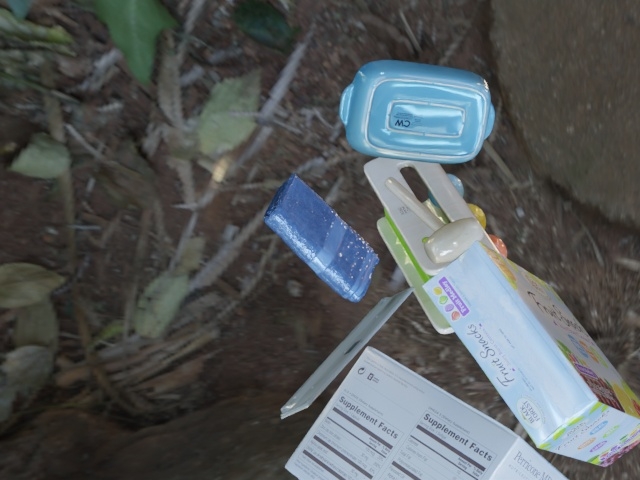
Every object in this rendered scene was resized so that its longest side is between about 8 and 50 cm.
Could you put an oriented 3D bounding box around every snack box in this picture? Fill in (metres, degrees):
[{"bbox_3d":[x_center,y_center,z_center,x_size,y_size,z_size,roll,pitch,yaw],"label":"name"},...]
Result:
[{"bbox_3d":[0.196,0.103,1.125,0.070,0.207,0.174,-41,61,12],"label":"snack box"}]

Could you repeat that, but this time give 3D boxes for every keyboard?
[{"bbox_3d":[0.039,0.147,1.716,0.014,0.072,0.256,53,53,-11],"label":"keyboard"}]

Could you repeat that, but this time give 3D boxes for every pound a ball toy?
[{"bbox_3d":[0.172,-0.028,1.792,0.135,0.208,0.319,-21,40,-6],"label":"pound a ball toy"}]

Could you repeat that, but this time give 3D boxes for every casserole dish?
[{"bbox_3d":[0.116,-0.142,1.466,0.188,0.037,0.114,5,106,-14],"label":"casserole dish"}]

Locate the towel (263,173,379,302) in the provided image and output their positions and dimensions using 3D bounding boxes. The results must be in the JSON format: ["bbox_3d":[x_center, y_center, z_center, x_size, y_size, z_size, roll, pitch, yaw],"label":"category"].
[{"bbox_3d":[0.000,0.000,1.164,0.119,0.067,0.029,45,131,-17],"label":"towel"}]

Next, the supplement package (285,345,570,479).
[{"bbox_3d":[0.136,0.250,1.230,0.204,0.262,0.145,28,81,45],"label":"supplement package"}]
